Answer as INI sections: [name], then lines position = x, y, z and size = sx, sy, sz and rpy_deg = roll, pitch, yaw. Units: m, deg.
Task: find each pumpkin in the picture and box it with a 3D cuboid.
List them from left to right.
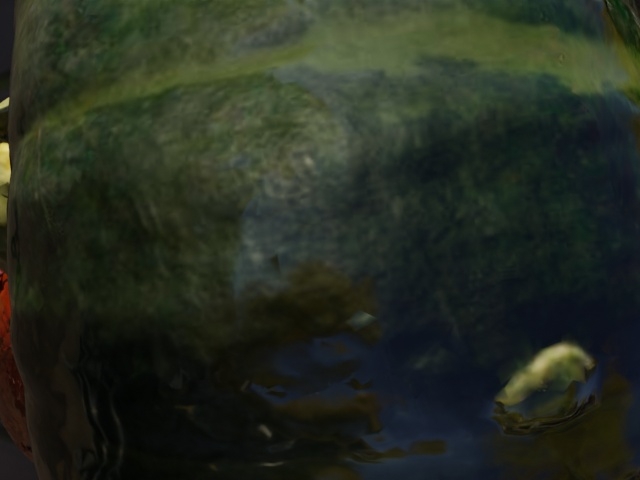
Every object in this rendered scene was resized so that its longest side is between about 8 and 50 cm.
[pumpkin]
position = 0.000, 0.000, 0.558
size = 0.207, 0.300, 0.300
rpy_deg = -2, 76, -5

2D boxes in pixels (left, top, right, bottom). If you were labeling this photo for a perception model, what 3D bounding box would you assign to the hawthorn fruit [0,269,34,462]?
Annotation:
[hawthorn fruit]
position = -0.119, 0.046, 1.226
size = 0.308, 0.276, 0.276
rpy_deg = -4, 78, -6
